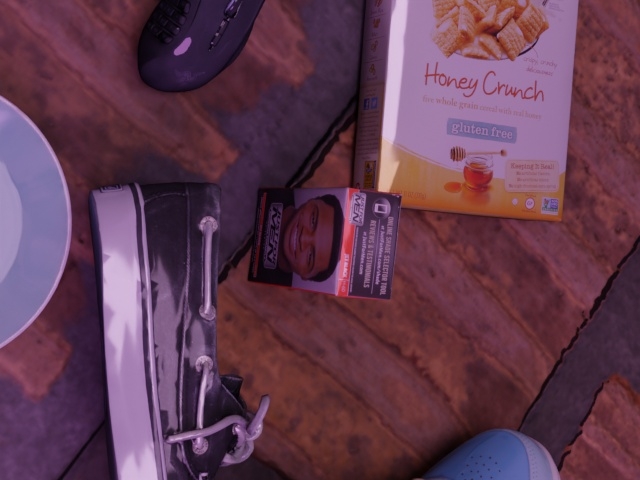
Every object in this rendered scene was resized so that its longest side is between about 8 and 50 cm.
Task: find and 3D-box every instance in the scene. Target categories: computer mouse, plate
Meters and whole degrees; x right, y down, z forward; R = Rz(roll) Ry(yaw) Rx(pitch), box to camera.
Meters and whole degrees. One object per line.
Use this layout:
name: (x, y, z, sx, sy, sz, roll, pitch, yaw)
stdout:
computer mouse: (-0.037, -0.185, 0.828, 0.071, 0.041, 0.242, 21, 119, -40)
plate: (-0.251, -0.012, 0.803, 0.188, 0.024, 0.188, 0, 91, -27)

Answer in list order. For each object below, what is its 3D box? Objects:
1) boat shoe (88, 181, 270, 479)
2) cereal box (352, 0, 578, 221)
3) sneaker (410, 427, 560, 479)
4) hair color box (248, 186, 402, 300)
boat shoe: (-0.089, 0.114, 0.840, 0.105, 0.113, 0.306, -5, 84, -12)
cereal box: (0.115, -0.140, 0.972, 0.173, 0.047, 0.240, 4, 90, -27)
sneaker: (0.053, 0.205, 0.859, 0.319, 0.127, 0.208, -47, 136, -30)
hair color box: (0.000, 0.000, 0.865, 0.043, 0.141, 0.072, 7, 88, -27)
